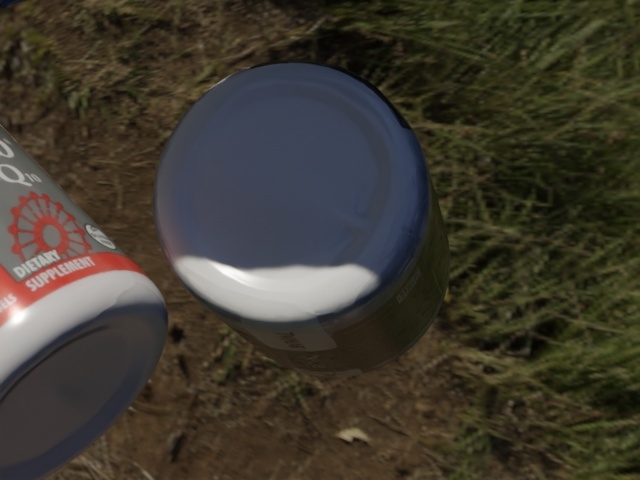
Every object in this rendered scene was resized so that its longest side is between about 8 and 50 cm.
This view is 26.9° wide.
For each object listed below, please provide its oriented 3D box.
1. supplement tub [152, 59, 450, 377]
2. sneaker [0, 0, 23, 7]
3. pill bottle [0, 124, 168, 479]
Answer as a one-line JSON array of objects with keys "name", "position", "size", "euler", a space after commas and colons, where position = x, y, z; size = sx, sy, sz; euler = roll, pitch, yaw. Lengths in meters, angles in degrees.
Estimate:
[{"name": "supplement tub", "position": [0.000, 0.000, 1.107], "size": [0.207, 0.338, 0.207], "euler": [-2, 76, 9]}, {"name": "sneaker", "position": [-0.337, -0.264, 1.309], "size": [0.081, 0.090, 0.232], "euler": [31, 39, 6]}, {"name": "pill bottle", "position": [-0.301, 0.000, 0.996], "size": [0.210, 0.210, 0.363], "euler": [-40, 68, -18]}]
